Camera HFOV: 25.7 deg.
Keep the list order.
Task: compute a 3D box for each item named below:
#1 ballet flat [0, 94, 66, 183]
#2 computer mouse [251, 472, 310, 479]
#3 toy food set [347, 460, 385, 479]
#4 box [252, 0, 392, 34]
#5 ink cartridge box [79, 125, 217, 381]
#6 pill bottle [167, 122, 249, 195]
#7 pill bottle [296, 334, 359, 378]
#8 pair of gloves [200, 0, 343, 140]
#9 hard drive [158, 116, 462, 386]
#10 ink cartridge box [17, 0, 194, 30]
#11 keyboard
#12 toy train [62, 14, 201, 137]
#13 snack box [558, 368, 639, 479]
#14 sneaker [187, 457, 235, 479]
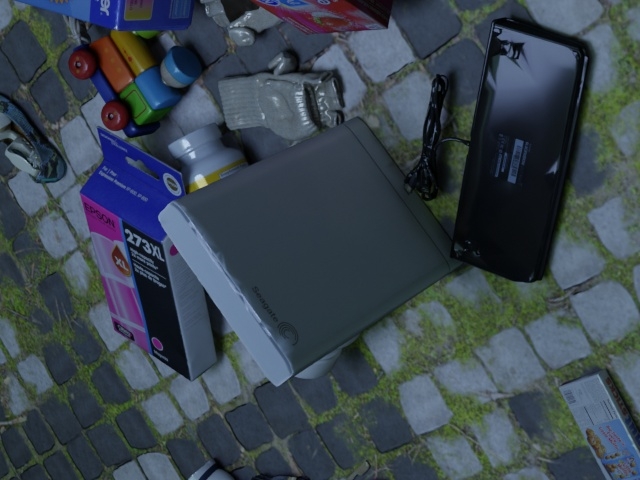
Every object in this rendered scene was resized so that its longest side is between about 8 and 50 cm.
[{"bbox_3d":[-0.474,-0.158,2.173,0.188,0.070,0.070,42,130,17],"label":"ballet flat"},{"bbox_3d":[-0.037,0.439,2.105,0.106,0.042,0.193,-11,97,37],"label":"computer mouse"},{"bbox_3d":[0.086,0.375,1.986,0.122,0.019,0.078,49,132,11],"label":"toy food set"},{"bbox_3d":[-0.032,-0.336,1.585,0.128,0.257,0.122,2,76,39],"label":"box"},{"bbox_3d":[-0.247,0.025,1.997,0.176,0.069,0.371,29,141,32],"label":"ink cartridge box"},{"bbox_3d":[-0.134,-0.062,1.910,0.103,0.103,0.184,-25,93,43],"label":"pill bottle"},{"bbox_3d":[0.007,0.069,1.834,0.131,0.131,0.229,39,130,19],"label":"pill bottle"},{"bbox_3d":[-0.067,-0.245,1.813,0.204,0.042,0.240,9,116,36],"label":"pair of gloves"},{"bbox_3d":[0.000,0.000,1.655,0.233,0.353,0.047,54,133,6],"label":"hard drive"},{"bbox_3d":[-0.295,-0.427,1.816,0.395,0.151,0.270,18,109,31],"label":"ink cartridge box"},{"bbox_3d":[0.201,-0.111,1.661,0.201,0.033,0.317,22,121,23],"label":"keyboard"},{"bbox_3d":[-0.274,-0.279,1.937,0.143,0.105,0.248,-37,81,30],"label":"toy train"},{"bbox_3d":[0.358,0.245,1.700,0.064,0.022,0.178,-26,92,43],"label":"snack box"},{"bbox_3d":[-0.190,0.449,2.209,0.095,0.090,0.235,35,130,10],"label":"sneaker"}]
